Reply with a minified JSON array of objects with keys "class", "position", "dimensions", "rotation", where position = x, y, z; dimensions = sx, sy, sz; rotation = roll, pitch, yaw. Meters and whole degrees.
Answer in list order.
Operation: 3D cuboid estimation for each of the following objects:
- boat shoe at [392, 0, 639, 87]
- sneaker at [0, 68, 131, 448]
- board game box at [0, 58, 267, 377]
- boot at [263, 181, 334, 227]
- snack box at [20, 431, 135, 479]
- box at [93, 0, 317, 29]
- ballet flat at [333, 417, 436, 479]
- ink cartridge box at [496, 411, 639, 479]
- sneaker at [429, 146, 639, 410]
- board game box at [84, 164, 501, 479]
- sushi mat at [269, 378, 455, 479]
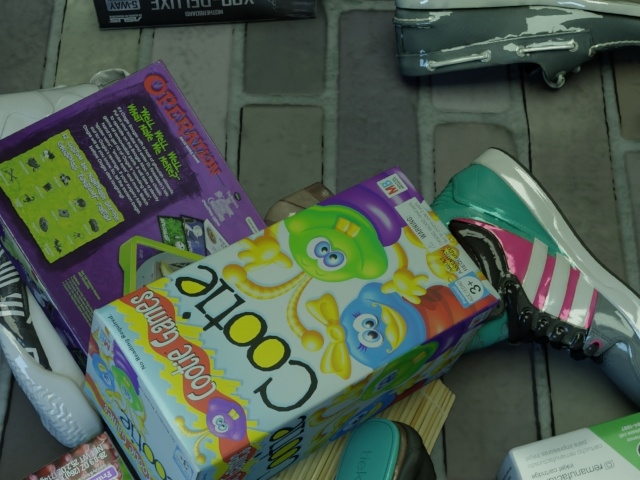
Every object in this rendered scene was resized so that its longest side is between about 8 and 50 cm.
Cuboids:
[{"class":"boat shoe","position":[0.233,-0.215,1.209],"dimensions":[0.320,0.116,0.099],"rotation":[2,105,-8]},{"class":"sneaker","position":[-0.213,-0.004,1.043],"dimensions":[0.210,0.137,0.365],"rotation":[-20,67,-13]},{"class":"board game box","position":[-0.130,0.036,0.976],"dimensions":[0.208,0.056,0.346],"rotation":[-33,92,-28]},{"class":"boot","position":[0.000,0.000,1.106],"dimensions":[0.118,0.042,0.087],"rotation":[40,75,19]},{"class":"snack box","position":[-0.222,0.287,0.928],"dimensions":[0.207,0.070,0.174],"rotation":[-29,70,-14]},{"class":"box","position":[-0.135,-0.388,1.280],"dimensions":[0.243,0.076,0.307],"rotation":[-4,63,-4]},{"class":"ballet flat","position":[0.027,0.277,0.898],"dimensions":[0.095,0.096,0.280],"rotation":[2,52,44]},{"class":"ink cartridge box","position":[0.255,0.263,0.945],"dimensions":[0.153,0.087,0.208],"rotation":[-15,64,-7]},{"class":"sneaker","position":[0.181,0.074,1.025],"dimensions":[0.178,0.124,0.295],"rotation":[-36,75,-12]},{"class":"board game box","position":[-0.024,0.080,0.879],"dimensions":[0.275,0.142,0.144],"rotation":[-27,69,-27]},{"class":"sushi mat","position":[0.003,0.226,0.957],"dimensions":[0.151,0.019,0.316],"rotation":[38,63,-19]}]
